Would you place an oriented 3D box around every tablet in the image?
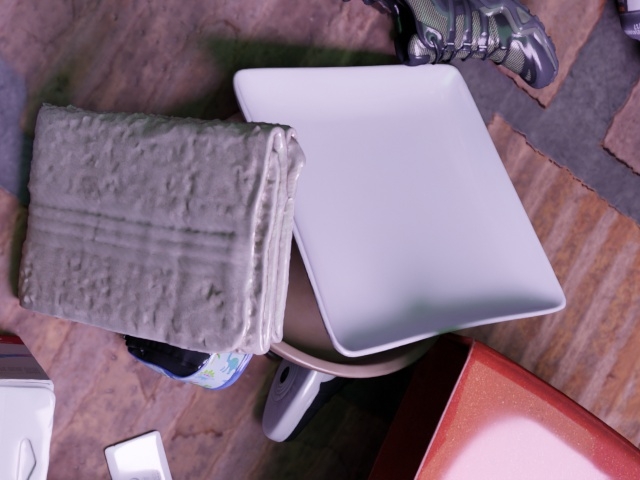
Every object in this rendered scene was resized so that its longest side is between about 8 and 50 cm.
[{"bbox_3d":[-0.169,0.227,1.065,0.054,0.006,0.083,-17,103,-20],"label":"tablet"}]

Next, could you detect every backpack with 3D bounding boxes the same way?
[{"bbox_3d":[-0.105,0.081,1.015,0.084,0.114,0.105,31,83,-43],"label":"backpack"}]

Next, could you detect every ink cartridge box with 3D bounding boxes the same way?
[{"bbox_3d":[-0.274,0.155,0.920,0.072,0.175,0.127,5,94,-23],"label":"ink cartridge box"}]

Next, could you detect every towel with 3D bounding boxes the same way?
[{"bbox_3d":[-0.139,-0.014,0.921,0.049,0.282,0.187,3,96,-56],"label":"towel"}]

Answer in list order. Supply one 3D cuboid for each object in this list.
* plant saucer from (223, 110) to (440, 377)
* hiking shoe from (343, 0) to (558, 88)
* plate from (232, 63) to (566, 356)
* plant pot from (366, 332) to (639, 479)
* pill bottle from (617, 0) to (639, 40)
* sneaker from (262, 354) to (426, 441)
[{"bbox_3d":[0.000,0.000,1.020,0.278,0.041,0.277,17,54,-25],"label":"plant saucer"},{"bbox_3d":[0.128,-0.206,1.102,0.227,0.086,0.114,36,89,-13],"label":"hiking shoe"},{"bbox_3d":[0.069,-0.035,1.031,0.278,0.045,0.277,-8,69,-37],"label":"plate"},{"bbox_3d":[0.173,0.254,1.033,0.236,0.267,0.267,24,87,-1],"label":"plant pot"},{"bbox_3d":[0.369,-0.290,1.158,0.130,0.130,0.245,-13,102,-21],"label":"pill bottle"},{"bbox_3d":[0.040,0.116,1.098,0.121,0.079,0.217,30,84,-22],"label":"sneaker"}]
